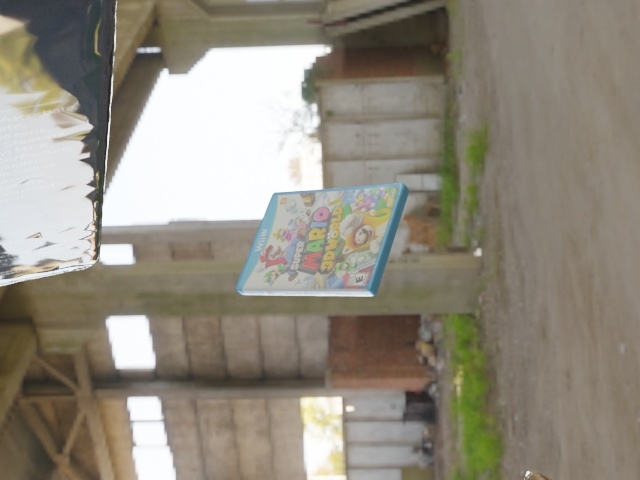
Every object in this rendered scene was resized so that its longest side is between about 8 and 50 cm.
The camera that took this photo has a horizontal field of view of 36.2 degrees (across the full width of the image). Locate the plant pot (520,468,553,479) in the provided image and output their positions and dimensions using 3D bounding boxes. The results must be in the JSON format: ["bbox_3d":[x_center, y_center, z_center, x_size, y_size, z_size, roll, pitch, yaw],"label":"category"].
[{"bbox_3d":[0.291,0.433,1.140,0.229,0.263,0.263,-56,-4,-1],"label":"plant pot"}]

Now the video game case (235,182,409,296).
[{"bbox_3d":[0.000,0.000,0.964,0.015,0.166,0.119,43,-124,-42],"label":"video game case"}]

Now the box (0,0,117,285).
[{"bbox_3d":[-0.242,-0.156,0.495,0.395,0.211,0.294,126,129,-68],"label":"box"}]
